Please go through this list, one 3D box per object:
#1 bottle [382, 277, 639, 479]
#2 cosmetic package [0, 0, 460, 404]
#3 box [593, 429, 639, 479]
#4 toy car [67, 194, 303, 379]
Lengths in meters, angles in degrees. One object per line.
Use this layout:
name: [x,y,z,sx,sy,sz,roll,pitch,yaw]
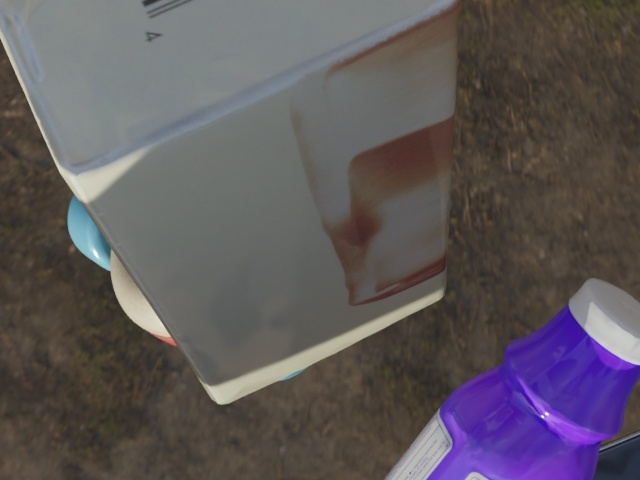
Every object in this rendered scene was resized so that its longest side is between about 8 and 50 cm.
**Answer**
bottle: [0.127,0.152,0.962,0.118,0.092,0.282,19,117,-32]
cosmetic package: [-0.033,-0.056,0.543,0.129,0.296,0.153,-24,72,-5]
box: [0.294,0.381,1.371,0.179,0.312,0.343,-21,77,-7]
toy car: [0.000,0.000,0.926,0.238,0.219,0.210,31,89,-41]
